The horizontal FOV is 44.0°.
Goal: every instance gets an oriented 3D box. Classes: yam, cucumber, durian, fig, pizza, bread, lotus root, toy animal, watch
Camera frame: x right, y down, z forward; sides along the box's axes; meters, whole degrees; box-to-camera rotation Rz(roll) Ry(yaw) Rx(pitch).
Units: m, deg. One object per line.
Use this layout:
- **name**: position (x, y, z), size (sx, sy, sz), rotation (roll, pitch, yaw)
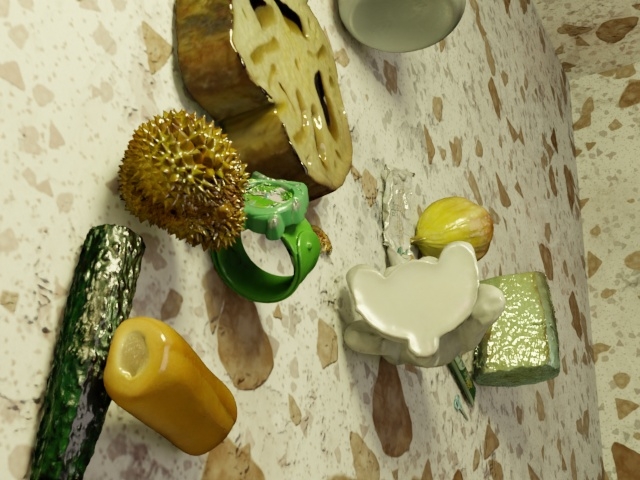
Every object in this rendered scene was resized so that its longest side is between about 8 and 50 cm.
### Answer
- **yam**: position (0.455, 0.207, 1.880), size (0.201, 0.202, 0.271), rotation (70, 19, -63)
- **cucumber**: position (-0.234, 0.123, 0.790), size (0.067, 0.067, 0.293), rotation (41, 46, -48)
- **durian**: position (-0.155, -0.071, 0.899), size (0.137, 0.168, 0.158), rotation (-35, 150, -45)
- **fig**: position (0.250, -0.011, 1.664), size (0.257, 0.159, 0.159), rotation (-7, 86, -40)
- **pizza**: position (0.000, 0.000, 1.304), size (0.083, 0.016, 0.037), rotation (50, 46, -43)
- **bread**: position (-0.149, 0.162, 0.848), size (0.239, 0.074, 0.092), rotation (66, 25, -59)
- **lotus root**: position (-0.065, -0.251, 1.194), size (0.390, 0.111, 0.375), rotation (66, 29, -16)
- **toy animal**: position (0.176, 0.138, 1.377), size (0.265, 0.272, 0.206), rotation (70, 6, -67)
- **watch**: position (-0.085, -0.004, 1.054), size (0.131, 0.165, 0.152), rotation (-54, 151, -55)

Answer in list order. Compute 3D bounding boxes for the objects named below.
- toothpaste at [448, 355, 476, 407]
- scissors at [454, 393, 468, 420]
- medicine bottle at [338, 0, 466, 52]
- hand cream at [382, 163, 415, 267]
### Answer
- **toothpaste**: position (0.306, 0.287, 1.734), size (0.204, 0.031, 0.049), rotation (59, 35, -34)
- **scissors**: position (0.310, 0.371, 1.734), size (0.083, 0.006, 0.036), rotation (57, 37, -34)
- **medicine bottle**: position (0.156, -0.554, 1.552), size (0.245, 0.245, 0.306), rotation (36, 48, -51)
- **hand cream**: position (0.158, -0.025, 1.549), size (0.084, 0.050, 0.257), rotation (14, 62, -35)
